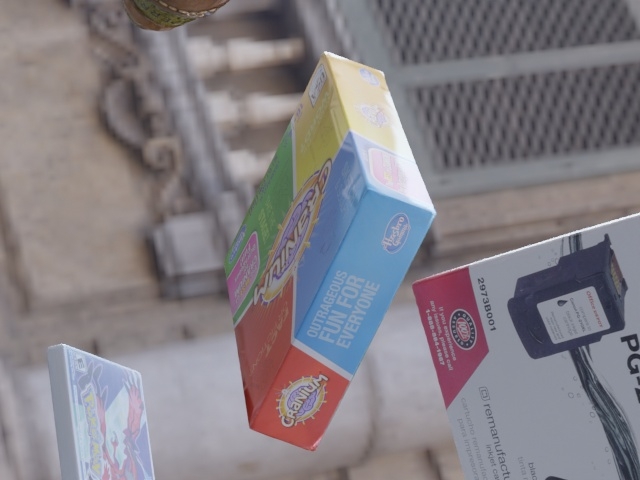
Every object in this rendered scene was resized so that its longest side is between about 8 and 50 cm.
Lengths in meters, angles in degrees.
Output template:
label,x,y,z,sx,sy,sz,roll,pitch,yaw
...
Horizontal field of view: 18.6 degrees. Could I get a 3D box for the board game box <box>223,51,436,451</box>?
label,x,y,z,sx,sy,sz,roll,pitch,yaw
board game box,0.000,0.000,1.728,0.316,0.064,0.242,-105,-142,-64

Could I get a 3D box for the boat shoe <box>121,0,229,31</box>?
label,x,y,z,sx,sy,sz,roll,pitch,yaw
boat shoe,-0.067,-0.271,1.253,0.104,0.111,0.307,-34,-150,52

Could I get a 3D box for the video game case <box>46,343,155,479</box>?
label,x,y,z,sx,sy,sz,roll,pitch,yaw
video game case,-0.209,0.214,1.929,0.183,0.023,0.201,33,44,-67

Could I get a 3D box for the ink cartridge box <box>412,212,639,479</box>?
label,x,y,z,sx,sy,sz,roll,pitch,yaw
ink cartridge box,0.193,0.075,1.254,0.237,0.100,0.172,-19,-95,44
